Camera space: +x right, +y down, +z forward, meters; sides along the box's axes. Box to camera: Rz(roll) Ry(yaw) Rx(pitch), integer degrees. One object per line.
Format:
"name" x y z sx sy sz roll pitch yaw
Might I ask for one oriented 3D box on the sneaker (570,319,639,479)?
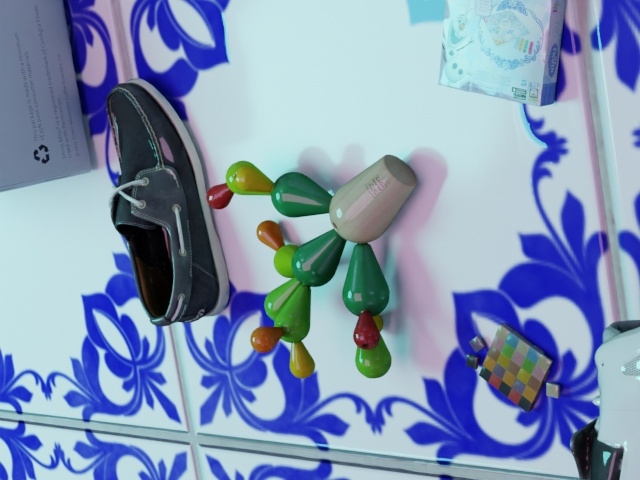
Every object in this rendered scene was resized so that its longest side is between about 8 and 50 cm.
"sneaker" 0.227 0.129 0.777 0.146 0.122 0.330 56 138 44

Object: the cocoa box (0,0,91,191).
"cocoa box" -0.406 -0.209 1.201 0.228 0.231 0.347 -2 100 45

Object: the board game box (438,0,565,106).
"board game box" 0.126 -0.146 0.850 0.090 0.020 0.090 20 115 40

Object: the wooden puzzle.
"wooden puzzle" 0.145 0.094 0.908 0.083 0.006 0.049 38 125 31

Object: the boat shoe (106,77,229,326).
"boat shoe" -0.153 -0.036 1.114 0.084 0.079 0.233 -19 86 47

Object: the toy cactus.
"toy cactus" 0.000 0.000 0.969 0.180 0.112 0.219 -47 59 30
